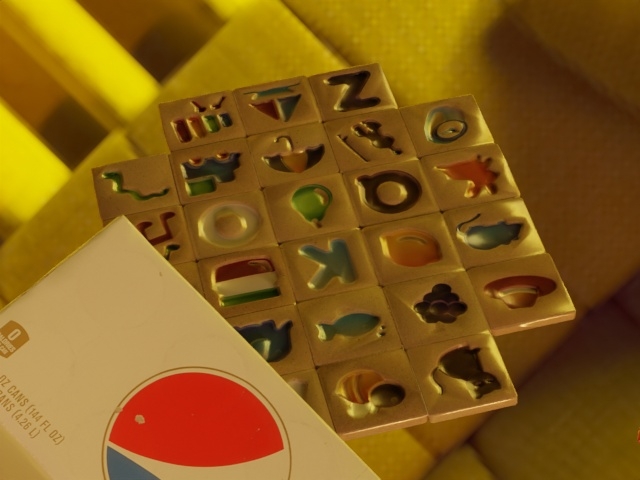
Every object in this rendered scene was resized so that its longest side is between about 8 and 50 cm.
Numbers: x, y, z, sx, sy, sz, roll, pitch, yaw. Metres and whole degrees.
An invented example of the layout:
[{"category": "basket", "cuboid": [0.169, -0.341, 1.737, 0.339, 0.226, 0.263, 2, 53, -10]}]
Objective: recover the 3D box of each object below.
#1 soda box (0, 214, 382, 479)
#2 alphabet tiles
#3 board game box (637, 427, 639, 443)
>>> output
[{"category": "soda box", "cuboid": [-0.016, 0.099, 0.504, 0.074, 0.216, 0.069, -41, -9, -24]}, {"category": "alphabet tiles", "cuboid": [0.000, 0.000, 1.136, 0.285, 0.011, 0.342, -12, 45, -7]}, {"category": "board game box", "cuboid": [0.485, 0.080, 1.296, 0.390, 0.050, 0.390, -46, 27, -13]}]
